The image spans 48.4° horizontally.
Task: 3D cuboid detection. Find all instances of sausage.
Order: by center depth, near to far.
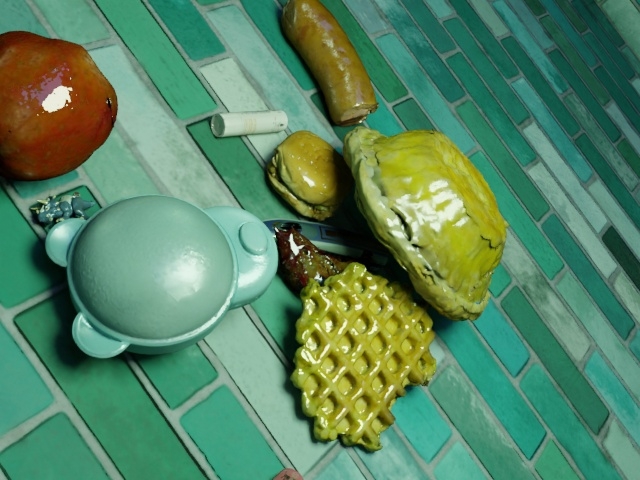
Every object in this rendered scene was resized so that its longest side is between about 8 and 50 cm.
[{"bbox_3d":[0.016,-0.347,1.352,0.109,0.109,0.270,-22,79,-44],"label":"sausage"}]

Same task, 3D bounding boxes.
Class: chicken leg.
[{"bbox_3d":[0.015,0.052,1.121,0.234,0.063,0.105,17,71,-30],"label":"chicken leg"}]

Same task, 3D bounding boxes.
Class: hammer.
[{"bbox_3d":[-0.057,0.328,0.916,0.043,0.043,0.083,54,45,1],"label":"hammer"}]

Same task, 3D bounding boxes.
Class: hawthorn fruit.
[{"bbox_3d":[-0.360,-0.156,0.872,0.185,0.185,0.202,41,46,-11],"label":"hawthorn fruit"}]

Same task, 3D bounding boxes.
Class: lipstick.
[{"bbox_3d":[-0.116,-0.197,1.194,0.141,0.040,0.040,-14,74,-43],"label":"lipstick"}]

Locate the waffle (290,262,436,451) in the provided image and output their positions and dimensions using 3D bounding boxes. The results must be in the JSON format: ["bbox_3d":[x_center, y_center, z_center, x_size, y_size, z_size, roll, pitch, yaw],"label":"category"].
[{"bbox_3d":[0.073,0.172,1.066,0.291,0.051,0.291,8,75,-30],"label":"waffle"}]

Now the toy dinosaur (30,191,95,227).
[{"bbox_3d":[-0.332,-0.041,0.930,0.083,0.030,0.047,-5,69,-41],"label":"toy dinosaur"}]

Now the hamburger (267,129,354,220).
[{"bbox_3d":[-0.016,-0.110,1.191,0.147,0.083,0.138,41,45,-5],"label":"hamburger"}]

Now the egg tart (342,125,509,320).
[{"bbox_3d":[0.188,-0.052,1.184,0.388,0.169,0.388,44,24,-26],"label":"egg tart"}]

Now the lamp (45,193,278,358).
[{"bbox_3d":[-0.188,0.035,0.916,0.284,0.147,0.209,-6,65,-41],"label":"lamp"}]

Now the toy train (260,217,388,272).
[{"bbox_3d":[-0.001,0.000,1.159,0.252,0.048,0.055,14,54,-32],"label":"toy train"}]
